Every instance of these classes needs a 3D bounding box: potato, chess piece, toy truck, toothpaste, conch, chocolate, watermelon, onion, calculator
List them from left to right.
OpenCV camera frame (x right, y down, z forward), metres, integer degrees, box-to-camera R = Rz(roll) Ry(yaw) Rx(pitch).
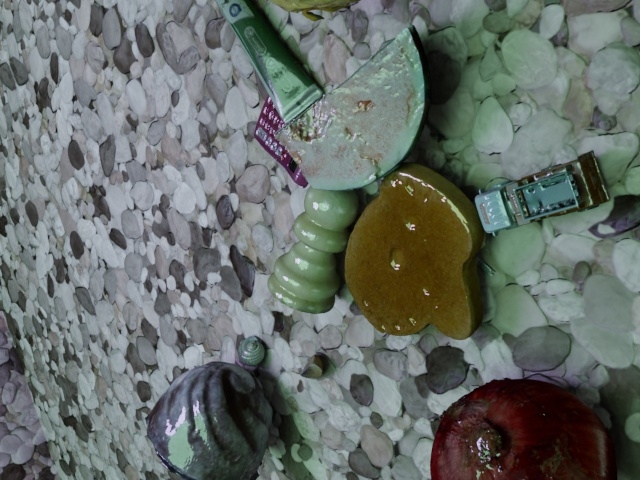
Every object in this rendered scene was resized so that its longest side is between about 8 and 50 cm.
[{"bbox_3d":[-0.227,0.396,1.437,0.303,0.303,0.213,34,104,31],"label":"chocolate"},{"bbox_3d":[-0.171,0.269,1.481,0.076,0.057,0.085,51,131,36],"label":"conch"},{"bbox_3d":[-0.130,-0.414,1.243,0.099,0.061,0.392,-37,78,21],"label":"toothpaste"},{"bbox_3d":[-0.062,-0.211,1.258,0.190,0.034,0.126,48,130,28],"label":"calculator"},{"bbox_3d":[-0.011,0.274,1.354,0.037,0.036,0.093,25,147,-6],"label":"potato"},{"bbox_3d":[0.000,0.000,1.204,0.144,0.144,0.251,35,117,30],"label":"chess piece"},{"bbox_3d":[0.078,-0.222,1.014,0.305,0.180,0.223,-35,56,37],"label":"watermelon"},{"bbox_3d":[0.296,0.340,0.931,0.276,0.276,0.276,14,111,39],"label":"onion"},{"bbox_3d":[0.309,-0.060,0.907,0.178,0.115,0.080,-20,89,45],"label":"toy truck"}]

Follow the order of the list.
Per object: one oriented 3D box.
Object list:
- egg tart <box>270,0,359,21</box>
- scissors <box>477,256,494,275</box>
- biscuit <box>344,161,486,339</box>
[{"bbox_3d":[-0.001,-0.543,0.954,0.169,0.388,0.387,-105,15,-72],"label":"egg tart"},{"bbox_3d":[0.213,-0.006,1.074,0.212,0.021,0.110,42,130,26],"label":"scissors"},{"bbox_3d":[0.174,0.045,1.080,0.287,0.057,0.343,44,137,23],"label":"biscuit"}]
